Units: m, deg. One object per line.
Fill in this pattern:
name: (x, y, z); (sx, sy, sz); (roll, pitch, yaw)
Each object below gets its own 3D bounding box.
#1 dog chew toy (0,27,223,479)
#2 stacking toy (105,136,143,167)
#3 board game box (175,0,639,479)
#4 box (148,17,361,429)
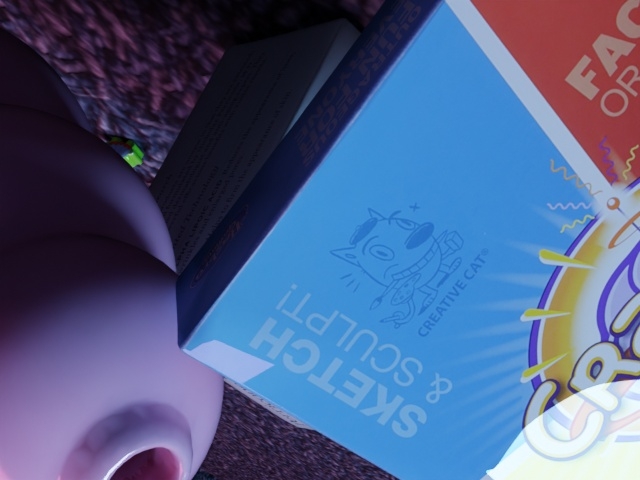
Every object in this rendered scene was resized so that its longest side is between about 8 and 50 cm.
dog chew toy: (-0.162, 0.017, 0.498); (0.332, 0.206, 0.206); (35, 171, 42)
stacking toy: (-0.087, -0.008, 0.931); (0.221, 0.052, 0.167); (17, 158, 29)
board game box: (0.142, 0.016, 0.410); (0.316, 0.242, 0.064); (33, -167, -18)
box: (0.000, 0.000, 0.635); (0.181, 0.182, 0.119); (38, 158, -30)
